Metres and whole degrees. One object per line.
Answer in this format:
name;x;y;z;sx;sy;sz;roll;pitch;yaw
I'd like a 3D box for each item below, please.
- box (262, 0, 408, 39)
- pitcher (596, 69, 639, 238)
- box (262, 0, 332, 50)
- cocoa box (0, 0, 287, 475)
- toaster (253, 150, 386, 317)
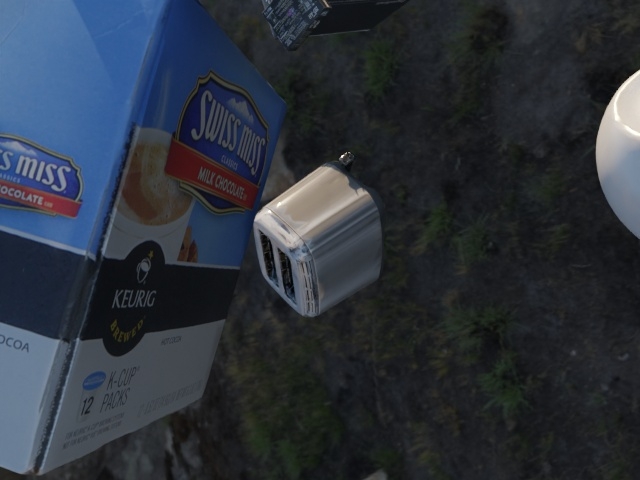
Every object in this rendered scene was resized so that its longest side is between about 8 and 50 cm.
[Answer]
box;0.063;-0.510;1.034;0.395;0.212;0.293;-20;87;57
pitcher;0.283;-0.054;0.580;0.126;0.207;0.177;-34;42;7
box;-0.032;-0.300;0.942;0.083;0.018;0.067;-42;76;38
cocoa box;-0.230;-0.047;0.435;0.347;0.231;0.227;16;88;10
toaster;0.000;0.000;0.980;0.129;0.146;0.227;42;154;29
